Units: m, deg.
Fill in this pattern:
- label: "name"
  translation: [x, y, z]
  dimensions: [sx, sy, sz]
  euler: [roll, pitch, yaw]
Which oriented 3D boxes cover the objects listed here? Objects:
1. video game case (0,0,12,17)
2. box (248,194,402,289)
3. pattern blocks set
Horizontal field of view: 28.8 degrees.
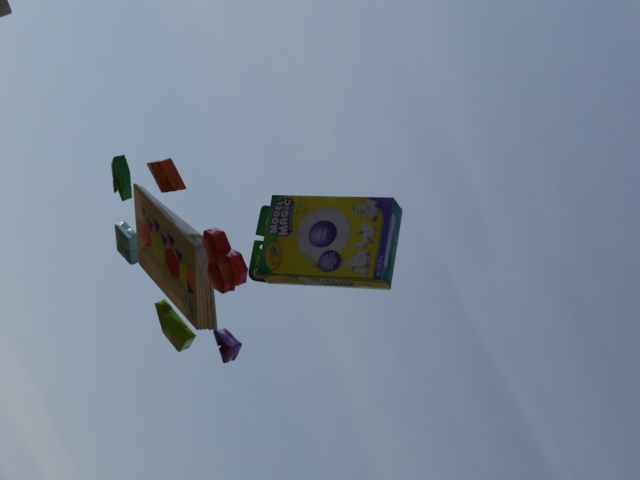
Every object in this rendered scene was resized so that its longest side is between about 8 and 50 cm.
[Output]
- label: "video game case"
  translation: [-0.532, -0.364, 1.616]
  dimensions: [0.023, 0.193, 0.212]
  euler: [-154, -137, -75]
- label: "box"
  translation: [0.000, 0.000, 1.459]
  dimensions: [0.179, 0.105, 0.043]
  euler: [1, -22, 23]
- label: "pattern blocks set"
  translation: [-0.186, 0.022, 1.599]
  dimensions: [0.325, 0.026, 0.285]
  euler: [48, -35, 35]
